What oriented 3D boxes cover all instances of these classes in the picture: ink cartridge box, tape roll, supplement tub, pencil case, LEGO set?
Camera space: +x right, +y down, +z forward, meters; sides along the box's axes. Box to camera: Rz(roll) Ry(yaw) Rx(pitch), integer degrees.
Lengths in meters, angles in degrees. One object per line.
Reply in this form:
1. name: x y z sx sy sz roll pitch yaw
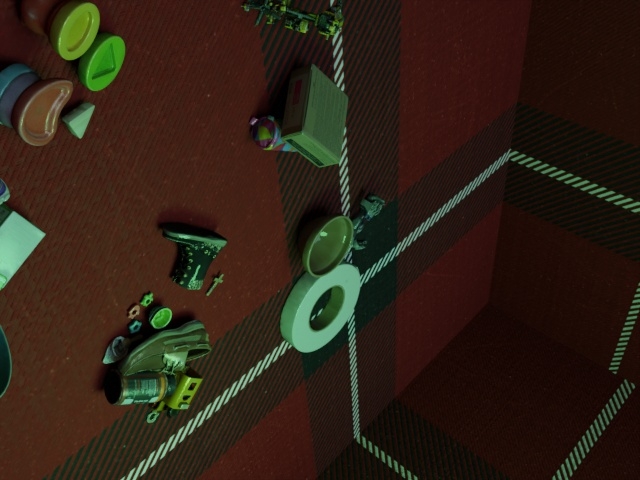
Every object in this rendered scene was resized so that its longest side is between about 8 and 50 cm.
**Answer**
1. ink cartridge box: -0.014 -0.361 2.072 0.193 0.088 0.234 33 58 -46
2. tape roll: 0.004 0.246 2.727 0.392 0.072 0.392 -34 139 -35
3. ink cartridge box: -0.717 0.033 1.554 0.209 0.062 0.109 -56 148 -14
4. supplement tub: -0.525 0.427 2.087 0.198 0.106 0.106 8 109 -45
5. pencil case: -0.102 -0.316 2.101 0.236 0.104 0.104 -2 117 -55
6. LEGO set: -0.034 -0.660 1.763 0.331 0.255 0.192 -65 177 30

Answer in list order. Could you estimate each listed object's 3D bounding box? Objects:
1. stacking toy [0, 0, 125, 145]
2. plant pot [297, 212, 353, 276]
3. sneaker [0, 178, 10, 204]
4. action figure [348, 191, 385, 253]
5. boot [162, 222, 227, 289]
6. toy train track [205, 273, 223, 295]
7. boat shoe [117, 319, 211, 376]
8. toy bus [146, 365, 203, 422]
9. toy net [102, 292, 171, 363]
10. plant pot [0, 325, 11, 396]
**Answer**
1. stacking toy: -0.558 -0.360 1.478 0.309 0.130 0.279 -60 174 6
2. plant pot: 0.000 0.000 2.485 0.237 0.110 0.237 -33 140 -34
3. sneaker: -0.734 -0.081 1.471 0.170 0.068 0.071 -46 131 -36
4. action figure: 0.129 -0.046 2.640 0.285 0.099 0.185 -55 157 0
5. boot: -0.382 0.050 2.024 0.236 0.085 0.178 13 107 -57
6. toy train track: -0.334 0.136 2.227 0.083 0.014 0.048 -54 155 1
7. boat shoe: -0.444 0.333 2.091 0.324 0.116 0.123 -21 161 -49
8. toy bus: -0.460 0.495 2.257 0.191 0.104 0.202 -35 140 -33
9. toy net: -0.533 0.262 2.024 0.232 0.045 0.122 -49 147 -16
10. plant pot: -0.813 0.243 1.451 0.195 0.290 0.290 -27 147 8
